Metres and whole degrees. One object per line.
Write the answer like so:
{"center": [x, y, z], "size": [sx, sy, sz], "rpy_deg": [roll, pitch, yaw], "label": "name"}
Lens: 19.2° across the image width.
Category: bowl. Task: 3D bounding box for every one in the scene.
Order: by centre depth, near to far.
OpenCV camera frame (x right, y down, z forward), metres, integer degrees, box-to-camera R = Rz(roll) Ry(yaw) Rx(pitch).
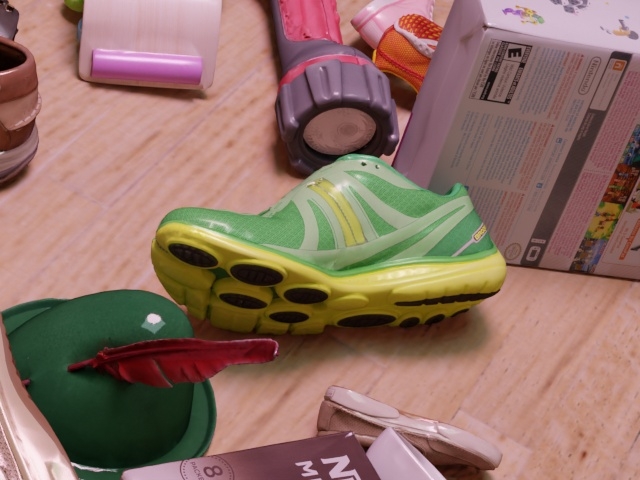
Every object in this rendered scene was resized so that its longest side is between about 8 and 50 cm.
{"center": [0.079, 0.193, 1.239], "size": [0.053, 0.142, 0.142], "rpy_deg": [-41, 69, 0], "label": "bowl"}

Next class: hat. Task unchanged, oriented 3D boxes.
{"center": [-0.124, 0.046, 1.258], "size": [0.208, 0.183, 0.173], "rpy_deg": [23, 39, 2], "label": "hat"}

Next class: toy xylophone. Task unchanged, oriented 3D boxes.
{"center": [-0.184, -0.264, 1.667], "size": [0.236, 0.081, 0.322], "rpy_deg": [9, 41, -6], "label": "toy xylophone"}

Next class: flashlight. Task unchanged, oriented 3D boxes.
{"center": [-0.002, -0.189, 1.640], "size": [0.103, 0.103, 0.304], "rpy_deg": [-16, 48, 8], "label": "flashlight"}

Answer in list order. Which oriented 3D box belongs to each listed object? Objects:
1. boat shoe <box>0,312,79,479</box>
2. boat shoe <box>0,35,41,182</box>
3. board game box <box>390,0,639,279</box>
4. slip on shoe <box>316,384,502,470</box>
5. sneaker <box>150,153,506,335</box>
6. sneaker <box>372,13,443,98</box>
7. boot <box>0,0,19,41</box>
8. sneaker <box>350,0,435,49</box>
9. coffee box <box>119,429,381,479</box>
{"center": [-0.257, 0.096, 1.193], "size": [0.110, 0.121, 0.341], "rpy_deg": [-11, 50, -34], "label": "boat shoe"}
{"center": [-0.365, -0.138, 1.417], "size": [0.324, 0.116, 0.123], "rpy_deg": [10, 40, -13], "label": "boat shoe"}
{"center": [0.233, -0.086, 1.538], "size": [0.303, 0.224, 0.097], "rpy_deg": [8, 39, -16], "label": "board game box"}
{"center": [0.062, 0.144, 1.345], "size": [0.135, 0.051, 0.041], "rpy_deg": [21, 78, -12], "label": "slip on shoe"}
{"center": [0.000, 0.000, 1.416], "size": [0.295, 0.109, 0.123], "rpy_deg": [3, 61, -33], "label": "sneaker"}
{"center": [0.125, -0.136, 1.681], "size": [0.175, 0.067, 0.064], "rpy_deg": [32, 35, -12], "label": "sneaker"}
{"center": [-0.296, -0.220, 1.533], "size": [0.137, 0.077, 0.198], "rpy_deg": [14, 79, -8], "label": "boot"}
{"center": [0.084, -0.195, 1.739], "size": [0.070, 0.051, 0.134], "rpy_deg": [49, 34, 5], "label": "sneaker"}
{"center": [-0.002, 0.267, 1.110], "size": [0.168, 0.119, 0.297], "rpy_deg": [-6, 46, -29], "label": "coffee box"}
